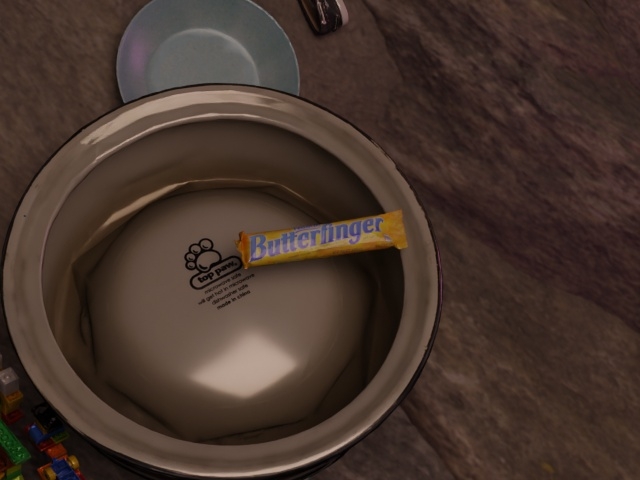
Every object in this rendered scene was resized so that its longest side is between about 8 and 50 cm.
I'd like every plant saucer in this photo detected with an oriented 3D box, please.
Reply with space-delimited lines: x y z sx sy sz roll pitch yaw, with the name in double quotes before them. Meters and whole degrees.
"plant saucer" -0.119 -0.168 1.895 0.195 0.037 0.195 5 73 -15

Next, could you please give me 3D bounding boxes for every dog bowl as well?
"dog bowl" -0.093 0.061 1.737 0.408 0.150 0.408 2 64 -3

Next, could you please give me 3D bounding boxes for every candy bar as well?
"candy bar" 0.000 0.000 1.681 0.161 0.018 0.040 -8 64 -9

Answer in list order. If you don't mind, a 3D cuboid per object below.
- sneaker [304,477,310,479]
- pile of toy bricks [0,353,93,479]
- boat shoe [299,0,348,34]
"sneaker" -0.048 0.163 1.811 0.076 0.065 0.166 1 73 -11
"pile of toy bricks" -0.288 0.211 1.665 0.118 0.105 0.212 -25 55 -28
"boat shoe" -0.016 -0.279 1.953 0.038 0.046 0.125 -28 92 -26
